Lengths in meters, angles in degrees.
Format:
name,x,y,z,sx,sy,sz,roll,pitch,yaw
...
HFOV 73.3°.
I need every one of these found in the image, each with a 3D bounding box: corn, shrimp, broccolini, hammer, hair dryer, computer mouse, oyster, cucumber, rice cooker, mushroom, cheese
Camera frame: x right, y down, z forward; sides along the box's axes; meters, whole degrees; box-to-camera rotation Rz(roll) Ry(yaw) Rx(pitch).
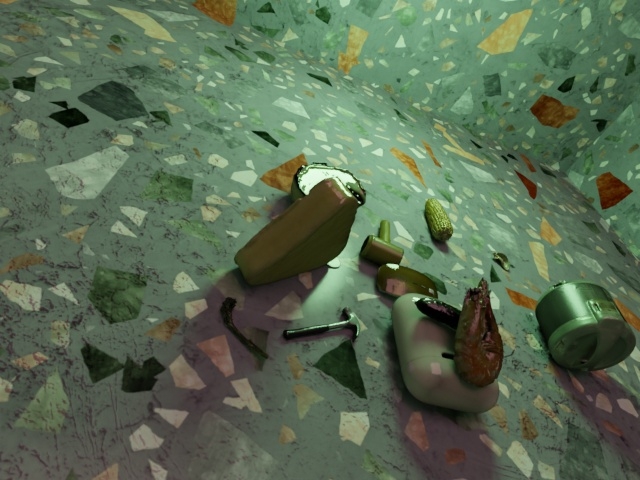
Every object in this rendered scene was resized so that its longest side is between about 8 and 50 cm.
name,x,y,z,sx,sy,sz,roll,pitch,yaw
corn,0.519,-0.096,1.901,0.091,0.091,0.260,52,22,-35
shrimp,0.431,0.240,1.153,0.154,0.062,0.294,16,74,-16
broccolini,-0.198,0.223,1.075,0.052,0.054,0.194,-30,71,-17
hammer,0.008,0.248,1.190,0.246,0.029,0.103,-4,48,-36
hair dryer,0.228,-0.004,1.606,0.135,0.090,0.278,24,30,-5
computer mouse,0.306,0.158,1.469,0.245,0.056,0.126,22,51,-15
oyster,0.812,0.096,1.944,0.081,0.038,0.083,7,67,-14
cucumber,0.379,0.221,1.212,0.245,0.067,0.067,31,36,1
rice cooker,0.960,0.314,1.570,0.288,0.288,0.277,23,35,-10
mushroom,0.018,-0.170,1.615,0.344,0.130,0.247,-21,76,-46
cheese,-0.074,0.007,1.229,0.384,0.384,0.104,-14,63,-44

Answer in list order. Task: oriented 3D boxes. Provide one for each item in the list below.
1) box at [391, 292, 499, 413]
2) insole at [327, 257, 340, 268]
name,x,y,z,sx,sy,sz,roll,pitch,yaw
box,0.355,0.318,1.255,0.289,0.141,0.349,19,38,-18
insole,0.000,0.000,1.491,0.086,0.005,0.253,-3,48,-37
